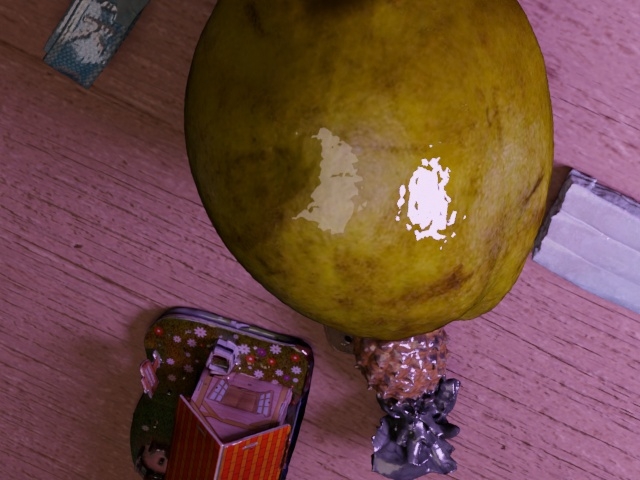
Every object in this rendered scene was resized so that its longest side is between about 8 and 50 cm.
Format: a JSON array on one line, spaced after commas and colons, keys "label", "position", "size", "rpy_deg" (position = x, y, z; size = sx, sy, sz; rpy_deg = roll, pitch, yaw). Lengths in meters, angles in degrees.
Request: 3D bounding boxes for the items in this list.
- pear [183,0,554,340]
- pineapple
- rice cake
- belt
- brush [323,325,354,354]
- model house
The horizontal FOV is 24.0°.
[{"label": "pear", "position": [0.041, -0.100, 1.391], "size": [0.352, 0.352, 0.413], "rpy_deg": [-9, 115, 20]}, {"label": "pineapple", "position": [0.100, 0.176, 1.703], "size": [0.119, 0.111, 0.237], "rpy_deg": [5, 128, 26]}, {"label": "rice cake", "position": [0.333, 0.018, 1.574], "size": [0.211, 0.038, 0.124], "rpy_deg": [22, 126, -1]}, {"label": "belt", "position": [-0.180, -0.270, 1.485], "size": [0.072, 0.087, 0.302], "rpy_deg": [37, 125, -6]}, {"label": "brush", "position": [0.000, 0.000, 1.638], "size": [0.070, 0.065, 0.327], "rpy_deg": [-5, 123, 15]}, {"label": "model house", "position": [-0.139, 0.248, 1.787], "size": [0.207, 0.154, 0.293], "rpy_deg": [15, 127, 3]}]
